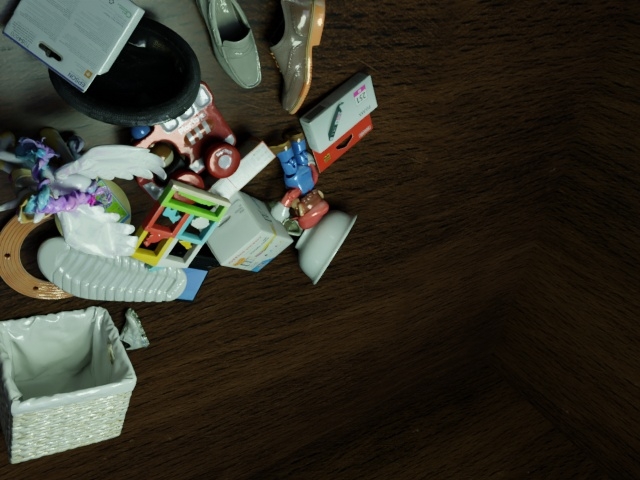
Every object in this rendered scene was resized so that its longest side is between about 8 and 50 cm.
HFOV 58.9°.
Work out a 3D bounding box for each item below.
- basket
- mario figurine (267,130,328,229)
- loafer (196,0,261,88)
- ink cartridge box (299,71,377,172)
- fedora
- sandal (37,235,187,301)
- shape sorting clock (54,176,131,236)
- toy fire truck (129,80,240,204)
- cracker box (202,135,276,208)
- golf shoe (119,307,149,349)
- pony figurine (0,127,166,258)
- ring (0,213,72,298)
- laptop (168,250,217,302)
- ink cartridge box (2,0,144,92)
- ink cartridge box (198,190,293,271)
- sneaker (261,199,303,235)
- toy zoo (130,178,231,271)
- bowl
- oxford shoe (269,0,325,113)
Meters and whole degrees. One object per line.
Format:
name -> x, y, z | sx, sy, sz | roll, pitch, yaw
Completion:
basket -> -0.755, 0.408, 1.650 | 0.331, 0.328, 0.266 | -6, 130, -37
mario figurine -> -0.091, -0.182, 1.842 | 0.198, 0.170, 0.320 | -19, 114, -7
loafer -> -0.230, -0.528, 1.481 | 0.112, 0.111, 0.319 | -38, 138, -9
ink cartridge box -> 0.077, -0.378, 1.864 | 0.275, 0.060, 0.239 | -42, 138, -18
fedora -> -0.457, -0.375, 1.350 | 0.334, 0.334, 0.152 | -25, 169, -22
sandal -> -0.597, 0.091, 1.633 | 0.416, 0.102, 0.169 | 20, 99, -30
shape sorting clock -> -0.611, -0.073, 1.526 | 0.206, 0.040, 0.206 | -3, 94, -46
toy fire truck -> -0.383, -0.258, 1.539 | 0.302, 0.169, 0.254 | -38, 130, -9
cracker box -> -0.253, -0.205, 1.681 | 0.232, 0.156, 0.067 | -42, 115, -3
golf shoe -> -0.625, 0.300, 1.861 | 0.086, 0.069, 0.176 | -20, 132, -18
pony figurine -> -0.585, -0.131, 1.318 | 0.351, 0.363, 0.303 | 3, 119, -41
ring -> -0.722, 0.021, 1.583 | 0.336, 0.032, 0.336 | -22, 135, -24
laptop -> -0.429, 0.123, 1.822 | 0.234, 0.264, 0.136 | 14, 76, -45
ink cartridge box -> -0.533, -0.473, 1.227 | 0.223, 0.045, 0.224 | 37, 98, -4
ink cartridge box -> -0.233, -0.024, 1.770 | 0.171, 0.168, 0.233 | -39, 161, 12
sneaker -> -0.128, -0.072, 1.948 | 0.064, 0.086, 0.192 | -51, 138, 6
toy zoo -> -0.400, -0.022, 1.561 | 0.192, 0.030, 0.293 | 19, 117, -46
bowl -> 0.000, 0.000, 2.033 | 0.298, 0.134, 0.298 | -59, 180, 1
oxford shoe -> -0.086, -0.524, 1.604 | 0.133, 0.130, 0.363 | 2, 135, -14
